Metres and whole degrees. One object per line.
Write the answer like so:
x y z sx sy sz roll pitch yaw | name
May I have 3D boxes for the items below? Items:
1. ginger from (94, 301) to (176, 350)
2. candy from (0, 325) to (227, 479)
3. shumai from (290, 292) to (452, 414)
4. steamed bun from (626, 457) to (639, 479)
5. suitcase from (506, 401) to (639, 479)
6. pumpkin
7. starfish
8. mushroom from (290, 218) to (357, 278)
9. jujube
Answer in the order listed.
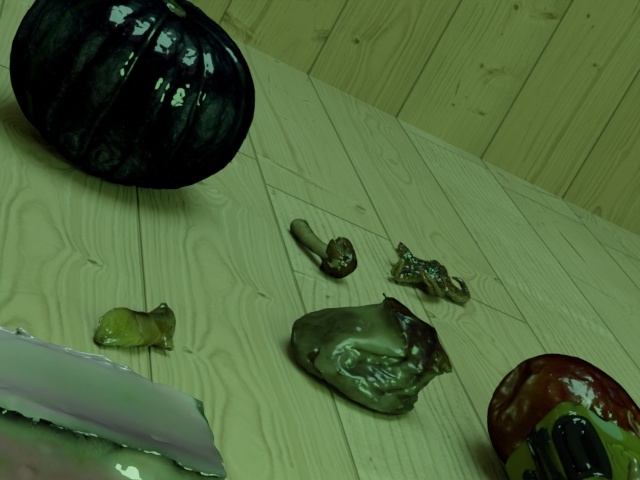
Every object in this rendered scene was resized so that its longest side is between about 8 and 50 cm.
-0.198 0.096 1.650 0.057 0.044 0.137 16 7 27 | ginger
-0.219 0.167 1.245 0.265 0.116 0.155 21 17 -27 | candy
0.068 0.129 1.869 0.201 0.120 0.201 28 18 -10 | shumai
0.328 0.302 1.458 0.137 0.295 0.292 30 48 30 | steamed bun
0.324 0.312 1.673 0.235 0.143 0.194 31 22 -21 | suitcase
-0.268 -0.230 2.149 0.363 0.266 0.363 31 14 -8 | pumpkin
0.178 0.061 2.445 0.150 0.053 0.209 44 13 5 | starfish
0.000 0.000 2.280 0.060 0.061 0.187 12 18 -34 | mushroom
0.330 0.255 1.851 0.255 0.190 0.190 44 15 -5 | jujube
